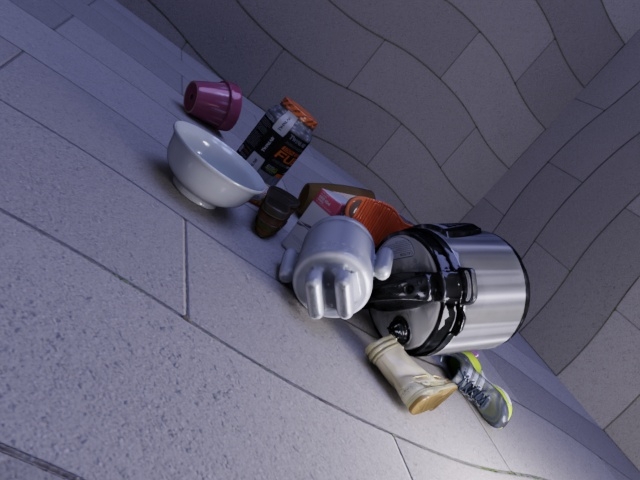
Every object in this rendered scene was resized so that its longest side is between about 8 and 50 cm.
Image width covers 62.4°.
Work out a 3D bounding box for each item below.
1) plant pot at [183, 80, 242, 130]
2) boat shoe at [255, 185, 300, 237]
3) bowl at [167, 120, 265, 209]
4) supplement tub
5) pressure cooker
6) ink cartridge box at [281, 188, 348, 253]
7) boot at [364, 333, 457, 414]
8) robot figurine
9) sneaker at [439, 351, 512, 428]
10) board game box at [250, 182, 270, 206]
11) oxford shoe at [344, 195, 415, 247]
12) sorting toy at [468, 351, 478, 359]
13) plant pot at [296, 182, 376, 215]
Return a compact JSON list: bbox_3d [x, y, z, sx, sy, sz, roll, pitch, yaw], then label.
[{"bbox_3d":[-0.440,-0.554,2.123,0.180,0.201,0.201,6,34,-40],"label":"plant pot"},{"bbox_3d":[-0.146,-0.091,1.645,0.110,0.104,0.307,32,16,1],"label":"boat shoe"},{"bbox_3d":[-0.303,-0.179,1.431,0.298,0.134,0.298,37,15,-11],"label":"bowl"},{"bbox_3d":[-0.164,-0.355,1.938,0.193,0.316,0.193,37,15,-12],"label":"supplement tub"},{"bbox_3d":[0.330,0.144,1.502,0.420,0.370,0.375,1,37,-30],"label":"pressure cooker"},{"bbox_3d":[0.002,-0.041,1.626,0.092,0.218,0.158,40,13,21],"label":"ink cartridge box"},{"bbox_3d":[0.232,0.336,1.355,0.203,0.095,0.262,47,18,30],"label":"boot"},{"bbox_3d":[0.041,0.062,1.384,0.300,0.200,0.353,1,28,7],"label":"robot figurine"},{"bbox_3d":[0.460,0.448,1.611,0.121,0.111,0.300,17,21,-31],"label":"sneaker"},{"bbox_3d":[-0.224,-0.171,1.784,0.193,0.045,0.147,26,20,-44],"label":"board game box"},{"bbox_3d":[0.190,-0.047,1.637,0.363,0.130,0.133,29,8,-38],"label":"oxford shoe"},{"bbox_3d":[0.487,0.291,1.987,0.126,0.127,0.366,60,8,-76],"label":"sorting toy"},{"bbox_3d":[0.044,-0.123,2.036,0.254,0.237,0.237,19,21,-19],"label":"plant pot"}]
